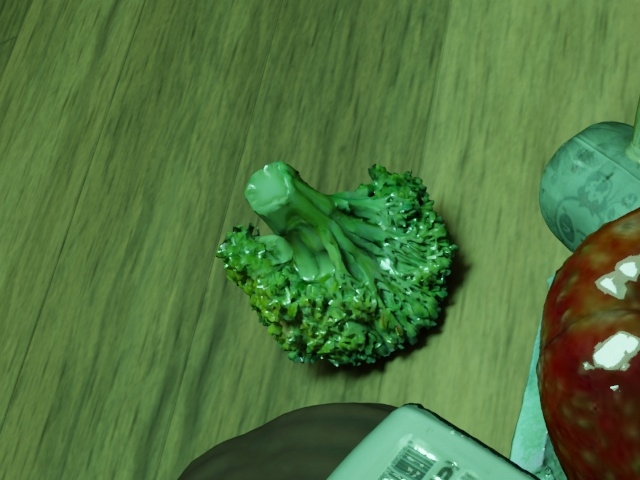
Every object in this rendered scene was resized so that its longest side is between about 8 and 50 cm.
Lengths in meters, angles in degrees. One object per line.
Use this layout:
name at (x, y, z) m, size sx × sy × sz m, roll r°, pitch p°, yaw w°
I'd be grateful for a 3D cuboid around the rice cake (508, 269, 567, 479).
rice cake at (0.182, 0.105, 1.395) m, size 0.043 × 0.034 × 0.211 m, roll -23°, pitch 39°, yaw 43°

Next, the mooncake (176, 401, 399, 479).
mooncake at (-0.007, 0.269, 1.301) m, size 0.334 × 0.174 × 0.326 m, roll -50°, pitch 37°, yaw -9°

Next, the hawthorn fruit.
hawthorn fruit at (0.255, 0.090, 1.137) m, size 0.258 × 0.262 × 0.258 m, roll -37°, pitch 22°, yaw 17°

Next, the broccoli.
broccoli at (0.000, 0.000, 1.560) m, size 0.219 × 0.194 × 0.194 m, roll -10°, pitch 47°, yaw 33°

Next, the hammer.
hammer at (0.261, -0.106, 1.349) m, size 0.202 × 0.113 × 0.305 m, roll 42°, pitch 130°, yaw 54°

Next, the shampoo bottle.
shampoo bottle at (0.023, 0.239, 1.114) m, size 0.153 × 0.071 × 0.284 m, roll 33°, pitch 67°, yaw 23°
